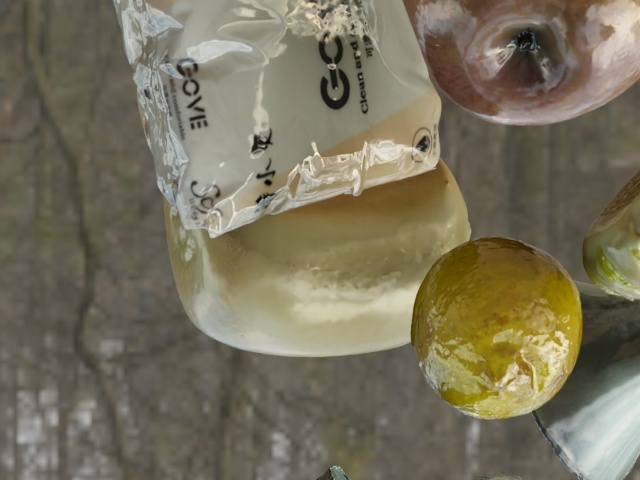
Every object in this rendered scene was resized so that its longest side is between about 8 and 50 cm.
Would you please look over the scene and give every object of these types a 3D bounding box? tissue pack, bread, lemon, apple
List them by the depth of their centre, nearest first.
[{"bbox_3d":[0.337,-0.028,1.639,0.105,0.213,0.213,43,-178,-5],"label":"bread"},{"bbox_3d":[0.168,0.082,1.681,0.170,0.170,0.207,0,-165,-3],"label":"lemon"},{"bbox_3d":[-0.053,-0.213,1.846,0.195,0.375,0.390,-14,-175,45],"label":"tissue pack"},{"bbox_3d":[0.267,-0.290,2.161,0.345,0.269,0.345,4,148,2],"label":"apple"},{"bbox_3d":[0.000,0.000,2.241,0.376,0.253,0.348,-7,-145,-17],"label":"bread"}]

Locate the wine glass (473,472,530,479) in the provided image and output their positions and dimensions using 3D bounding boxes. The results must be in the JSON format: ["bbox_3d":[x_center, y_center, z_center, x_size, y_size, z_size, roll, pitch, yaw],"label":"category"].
[{"bbox_3d":[0.168,0.360,1.880,0.156,0.156,0.232,3,-146,31],"label":"wine glass"}]

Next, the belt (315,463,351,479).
[{"bbox_3d":[0.035,0.289,1.684,0.151,0.078,0.198,43,-177,-6],"label":"belt"}]

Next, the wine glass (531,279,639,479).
[{"bbox_3d":[0.440,0.081,1.937,0.406,0.267,0.267,-27,169,30],"label":"wine glass"}]
